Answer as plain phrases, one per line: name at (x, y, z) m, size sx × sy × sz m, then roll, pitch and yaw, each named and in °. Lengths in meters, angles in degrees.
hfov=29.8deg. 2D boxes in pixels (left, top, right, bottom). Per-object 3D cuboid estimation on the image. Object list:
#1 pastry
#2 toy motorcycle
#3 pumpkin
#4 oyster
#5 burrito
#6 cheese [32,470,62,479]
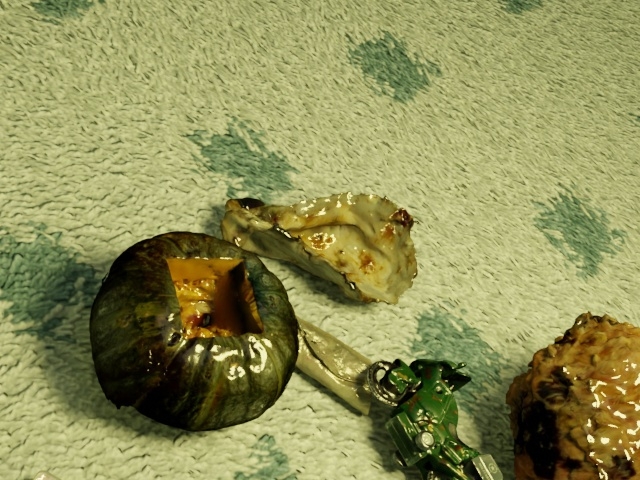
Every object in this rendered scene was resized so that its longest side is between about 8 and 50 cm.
pastry at (0.458, 0.335, 1.889) m, size 0.337 × 0.292 × 0.405 m, roll -36°, pitch 88°, yaw -33°
toy motorcycle at (0.190, 0.296, 1.881) m, size 0.187 × 0.125 × 0.274 m, roll -14°, pitch 68°, yaw -41°
pumpkin at (-0.183, 0.129, 1.758) m, size 0.321 × 0.192 × 0.320 m, roll 15°, pitch 47°, yaw -17°
oyster at (-0.001, 0.008, 1.997) m, size 0.337 × 0.133 × 0.197 m, roll 13°, pitch 52°, yaw -17°
burrito at (-0.002, 0.182, 1.904) m, size 0.226 × 0.060 × 0.087 m, roll 33°, pitch 54°, yaw -3°
cheese at (-0.273, 0.384, 1.604) m, size 0.255 × 0.050 × 0.127 m, roll 34°, pitch 46°, yaw -1°
